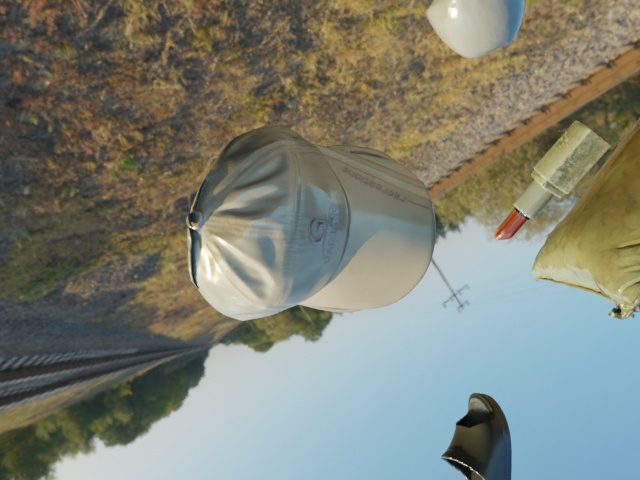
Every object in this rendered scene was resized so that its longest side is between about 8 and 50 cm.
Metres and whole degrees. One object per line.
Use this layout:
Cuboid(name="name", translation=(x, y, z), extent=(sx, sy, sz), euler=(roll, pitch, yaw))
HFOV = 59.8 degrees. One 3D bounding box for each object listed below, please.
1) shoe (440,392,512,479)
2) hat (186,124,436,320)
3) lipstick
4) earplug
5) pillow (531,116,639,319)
Cuboid(name="shoe", translation=(0.252, 0.374, 0.917), extent=(0.093, 0.241, 0.108), euler=(4, 161, -10))
Cuboid(name="hat", translation=(0.000, 0.000, 0.566), extent=(0.225, 0.220, 0.164), euler=(11, -172, 12))
Cuboid(name="lipstick", translation=(0.208, -0.048, 0.520), extent=(0.129, 0.030, 0.030), euler=(-53, -160, 22))
Cuboid(name="earplug", translation=(0.260, -0.466, 0.982), extent=(0.214, 0.175, 0.325), euler=(-15, 149, 24))
Cuboid(name="pillow", translation=(0.304, -0.069, 0.485), extent=(0.303, 0.074, 0.185), euler=(-54, -175, 1))
